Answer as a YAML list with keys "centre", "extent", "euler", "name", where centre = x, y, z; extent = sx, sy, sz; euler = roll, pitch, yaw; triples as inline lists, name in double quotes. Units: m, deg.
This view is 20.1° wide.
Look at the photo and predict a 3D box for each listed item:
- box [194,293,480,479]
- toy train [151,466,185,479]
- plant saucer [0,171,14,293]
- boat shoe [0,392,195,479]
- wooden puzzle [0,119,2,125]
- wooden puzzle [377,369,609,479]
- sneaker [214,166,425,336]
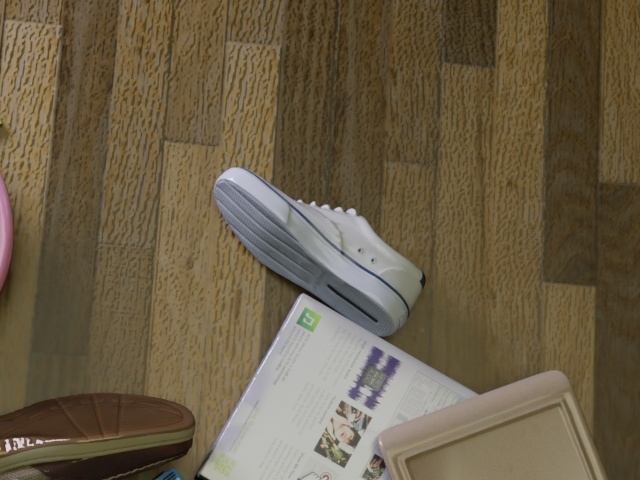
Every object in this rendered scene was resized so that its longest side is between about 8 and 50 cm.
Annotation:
- centre: [0.059, 0.236, 1.942]
  extent: [0.322, 0.058, 0.232]
  euler: [30, 74, 1]
  name: "box"
- centre: [-0.188, 0.324, 1.879]
  extent: [0.184, 0.080, 0.105]
  euler: [-37, 75, -12]
  name: "toy train"
- centre: [-0.492, -0.001, 1.910]
  extent: [0.332, 0.084, 0.332]
  euler: [2, 76, -6]
  name: "plant saucer"
- centre: [-0.295, 0.248, 1.873]
  extent: [0.342, 0.123, 0.123]
  euler: [-11, 110, -11]
  name: "boat shoe"
- centre: [-0.414, -0.151, 1.993]
  extent: [0.078, 0.014, 0.116]
  euler: [-41, 85, -19]
  name: "wooden puzzle"
- centre: [0.198, 0.279, 1.904]
  extent: [0.221, 0.044, 0.238]
  euler: [-19, 76, -12]
  name: "wooden puzzle"
- centre: [0.000, 0.000, 1.983]
  extent: [0.258, 0.094, 0.091]
  euler: [39, 54, 0]
  name: "sneaker"
